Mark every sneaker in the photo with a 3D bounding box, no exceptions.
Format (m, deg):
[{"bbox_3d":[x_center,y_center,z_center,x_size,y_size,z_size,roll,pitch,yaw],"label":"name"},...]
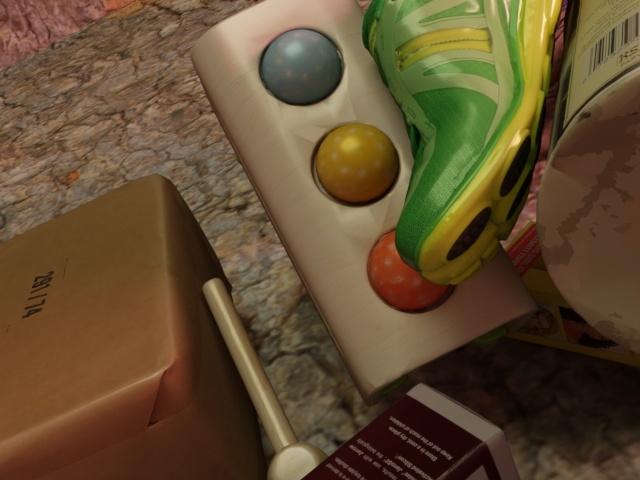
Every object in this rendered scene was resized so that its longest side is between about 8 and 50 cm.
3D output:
[{"bbox_3d":[0.082,-0.099,0.603,0.123,0.109,0.296,8,57,12],"label":"sneaker"}]

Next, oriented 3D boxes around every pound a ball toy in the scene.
[{"bbox_3d":[0.000,0.000,0.650,0.208,0.136,0.319,-26,74,-6],"label":"pound a ball toy"}]

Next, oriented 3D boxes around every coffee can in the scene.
[{"bbox_3d":[0.247,-0.082,0.597,0.201,0.201,0.275,-9,31,24],"label":"coffee can"}]

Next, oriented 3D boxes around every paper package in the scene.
[{"bbox_3d":[-0.215,0.129,0.741,0.309,0.168,0.325,-25,30,1],"label":"paper package"}]

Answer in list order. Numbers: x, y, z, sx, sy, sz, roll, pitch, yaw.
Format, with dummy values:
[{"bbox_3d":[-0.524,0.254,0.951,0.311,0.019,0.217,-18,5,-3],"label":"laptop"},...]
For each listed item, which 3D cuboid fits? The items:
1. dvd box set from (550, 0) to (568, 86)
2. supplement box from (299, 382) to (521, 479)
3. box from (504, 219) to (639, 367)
[{"bbox_3d":[0.239,-0.250,0.854,0.307,0.062,0.420,-40,-12,-22],"label":"dvd box set"},{"bbox_3d":[0.005,0.201,0.497,0.239,0.130,0.073,-35,30,-21],"label":"supplement box"},{"bbox_3d":[0.231,0.042,0.667,0.232,0.058,0.087,10,42,46],"label":"box"}]
